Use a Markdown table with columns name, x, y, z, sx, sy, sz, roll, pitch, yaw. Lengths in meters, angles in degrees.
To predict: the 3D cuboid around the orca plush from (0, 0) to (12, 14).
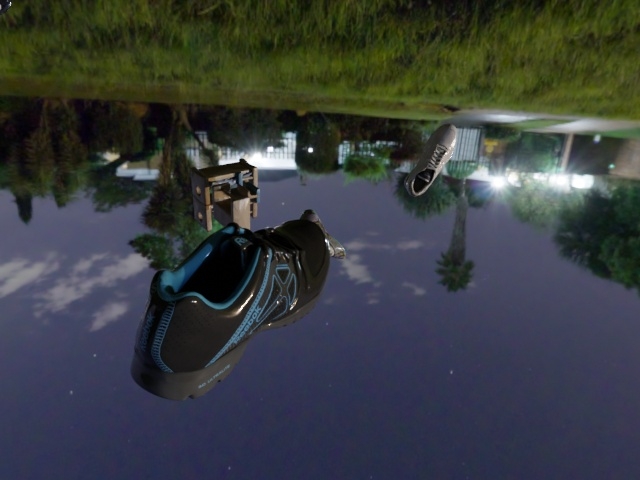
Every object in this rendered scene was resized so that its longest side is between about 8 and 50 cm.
| name | x | y | z | sx | sy | sz | roll | pitch | yaw |
| --- | --- | --- | --- | --- | --- | --- | --- | --- | --- |
| orca plush | -0.551 | -0.389 | 0.549 | 0.102 | 0.151 | 0.287 | -8 | 166 | 30 |

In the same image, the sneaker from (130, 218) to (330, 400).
| name | x | y | z | sx | sy | sz | roll | pitch | yaw |
| --- | --- | --- | --- | --- | --- | --- | --- | --- | --- |
| sneaker | -0.072 | 0.041 | 0.516 | 0.125 | 0.140 | 0.341 | 27 | -145 | 14 |

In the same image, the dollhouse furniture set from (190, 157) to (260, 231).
| name | x | y | z | sx | sy | sz | roll | pitch | yaw |
| --- | --- | --- | --- | --- | --- | --- | --- | --- | --- |
| dollhouse furniture set | -0.175 | -0.075 | 0.901 | 0.129 | 0.129 | 0.183 | -20 | -140 | -35 |

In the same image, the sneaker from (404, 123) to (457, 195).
| name | x | y | z | sx | sy | sz | roll | pitch | yaw |
| --- | --- | --- | --- | --- | --- | --- | --- | --- | --- |
| sneaker | 0.337 | -0.235 | 1.261 | 0.090 | 0.235 | 0.095 | 28 | -162 | 1 |

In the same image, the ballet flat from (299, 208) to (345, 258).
| name | x | y | z | sx | sy | sz | roll | pitch | yaw |
| --- | --- | --- | --- | --- | --- | --- | --- | --- | --- |
| ballet flat | 0.000 | 0.000 | 0.720 | 0.041 | 0.114 | 0.041 | -31 | -156 | 16 |
